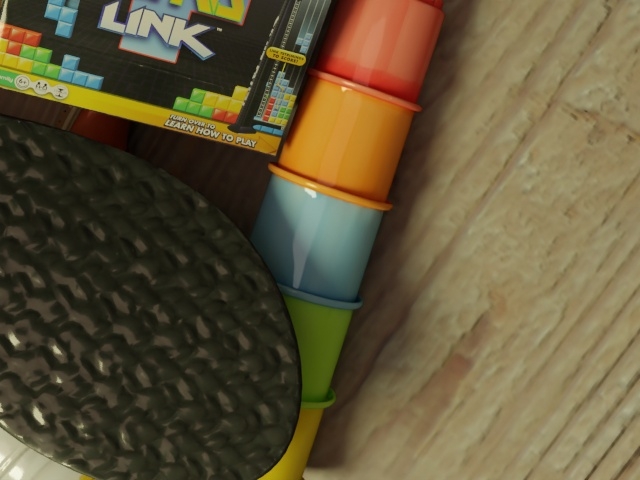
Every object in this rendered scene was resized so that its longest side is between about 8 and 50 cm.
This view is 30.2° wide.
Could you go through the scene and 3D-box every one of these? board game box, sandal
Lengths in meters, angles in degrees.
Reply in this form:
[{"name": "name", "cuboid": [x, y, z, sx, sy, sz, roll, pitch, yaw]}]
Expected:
[{"name": "board game box", "cuboid": [-0.084, -0.135, 0.650, 0.170, 0.048, 0.141, 12, 117, -18]}, {"name": "sandal", "cuboid": [-0.208, -0.002, 0.684, 0.446, 0.107, 0.167, 27, 82, 2]}]

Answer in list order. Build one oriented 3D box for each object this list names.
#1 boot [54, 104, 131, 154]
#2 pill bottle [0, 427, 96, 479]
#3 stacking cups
[{"name": "boot", "cuboid": [-0.135, -0.039, 0.770, 0.084, 0.059, 0.158, 25, 109, 9]}, {"name": "pill bottle", "cuboid": [-0.137, 0.189, 0.760, 0.184, 0.103, 0.103, 43, 104, 9]}, {"name": "stacking cups", "cuboid": [0.000, 0.000, 0.713, 0.096, 0.096, 0.316, 22, 99, 13]}]
